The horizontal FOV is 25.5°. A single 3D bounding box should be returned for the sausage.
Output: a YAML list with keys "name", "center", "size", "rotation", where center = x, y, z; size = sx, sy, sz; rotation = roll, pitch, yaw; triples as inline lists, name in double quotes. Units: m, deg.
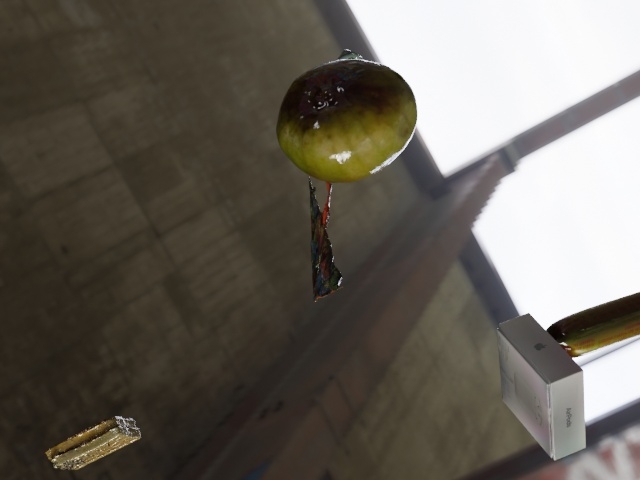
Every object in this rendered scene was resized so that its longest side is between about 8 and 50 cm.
- name: "sausage"
  center: [0.482, 0.130, 2.268]
  size: [0.371, 0.082, 0.082]
  rotation: [-13, -108, -33]

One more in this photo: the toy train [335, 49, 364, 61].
- name: "toy train"
  center: [0.042, -0.242, 2.137]
  size: [0.055, 0.048, 0.252]
  rotation: [42, 177, 5]

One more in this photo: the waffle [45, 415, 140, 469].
- name: "waffle"
  center: [-0.404, 0.362, 2.518]
  size: [0.042, 0.148, 0.102]
  rotation: [66, -170, 16]

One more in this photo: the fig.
- name: "fig"
  center: [0.029, -0.123, 1.441]
  size: [0.121, 0.153, 0.136]
  rotation: [97, 153, -42]

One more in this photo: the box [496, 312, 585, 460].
- name: "box"
  center: [0.273, 0.181, 1.751]
  size: [0.129, 0.051, 0.130]
  rotation: [-129, 23, -50]

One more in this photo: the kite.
- name: "kite"
  center: [-0.001, 0.000, 1.823]
  size: [0.232, 0.009, 0.189]
  rotation: [-109, 22, -51]
